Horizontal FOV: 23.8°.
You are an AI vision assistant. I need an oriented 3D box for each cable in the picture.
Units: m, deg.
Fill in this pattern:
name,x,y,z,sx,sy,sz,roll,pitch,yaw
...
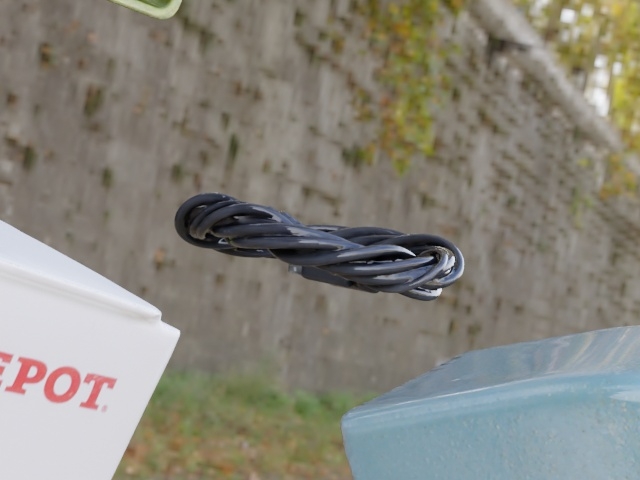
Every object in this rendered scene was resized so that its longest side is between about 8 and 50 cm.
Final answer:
name,x,y,z,sx,sy,sz,roll,pitch,yaw
cable,0.000,0.000,0.929,0.150,0.047,0.184,18,-4,-41

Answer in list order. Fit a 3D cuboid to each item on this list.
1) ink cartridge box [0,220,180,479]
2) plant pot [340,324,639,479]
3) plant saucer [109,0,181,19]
name,x,y,z,sx,sy,sz,roll,pitch,yaw
ink cartridge box,-0.191,0.106,0.445,0.115,0.273,0.198,27,2,36
plant pot,0.202,0.177,0.976,0.252,0.248,0.247,-19,-2,26
plant saucer,-0.143,-0.226,0.869,0.188,0.188,0.045,20,-21,-3
